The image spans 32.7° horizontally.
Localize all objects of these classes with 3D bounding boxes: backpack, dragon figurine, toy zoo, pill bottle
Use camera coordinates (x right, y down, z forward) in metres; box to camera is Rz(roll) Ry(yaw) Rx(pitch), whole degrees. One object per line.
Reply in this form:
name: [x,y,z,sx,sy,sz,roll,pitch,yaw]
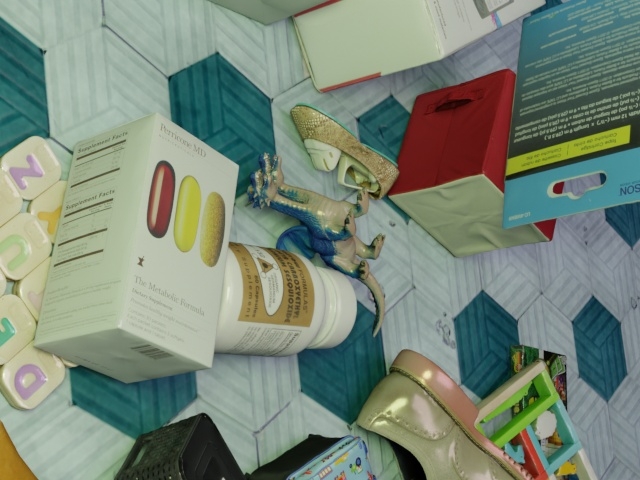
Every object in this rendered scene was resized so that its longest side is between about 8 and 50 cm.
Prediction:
backpack: [0.002,0.340,1.335,0.158,0.117,0.173,-22,100,-46]
dragon figurine: [0.000,0.000,1.430,0.085,0.144,0.289,-64,145,-36]
toy zoo: [0.344,0.363,1.711,0.192,0.030,0.293,-29,96,-37]
pill bottle: [-0.069,0.073,1.307,0.229,0.131,0.131,10,74,-46]

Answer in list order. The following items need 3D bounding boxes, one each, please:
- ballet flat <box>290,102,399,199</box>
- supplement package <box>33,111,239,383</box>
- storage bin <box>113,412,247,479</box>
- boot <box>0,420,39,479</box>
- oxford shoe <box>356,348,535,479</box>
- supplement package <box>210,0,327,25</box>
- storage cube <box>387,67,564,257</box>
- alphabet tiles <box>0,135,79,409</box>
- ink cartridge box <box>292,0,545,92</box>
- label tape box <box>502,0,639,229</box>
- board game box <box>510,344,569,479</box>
ballet flat: [0.031,-0.115,1.507,0.206,0.073,0.067,30,75,-35]
supplement package: [-0.192,0.011,1.167,0.139,0.134,0.244,31,55,-44]
storage bin: [-0.134,0.295,1.188,0.180,0.084,0.122,64,18,-16]
boot: [-0.358,0.310,0.980,0.295,0.104,0.211,-40,105,-49]
oxford shoe: [0.194,0.338,1.539,0.146,0.140,0.397,-45,105,-18]
supplement package: [-0.086,-0.415,1.386,0.194,0.149,0.203,14,72,-44]
storage cube: [0.246,-0.110,1.646,0.215,0.184,0.193,40,55,-34]
alphabet tiles: [-0.334,0.025,1.117,0.278,0.021,0.284,-46,115,-42]
ink cartridge box: [0.143,-0.329,1.557,0.306,0.226,0.131,-35,108,-46]
label tape box: [0.391,-0.176,1.495,0.115,0.249,0.347,25,64,-37]
board game box: [0.361,0.308,1.789,0.136,0.030,0.259,15,70,-42]
